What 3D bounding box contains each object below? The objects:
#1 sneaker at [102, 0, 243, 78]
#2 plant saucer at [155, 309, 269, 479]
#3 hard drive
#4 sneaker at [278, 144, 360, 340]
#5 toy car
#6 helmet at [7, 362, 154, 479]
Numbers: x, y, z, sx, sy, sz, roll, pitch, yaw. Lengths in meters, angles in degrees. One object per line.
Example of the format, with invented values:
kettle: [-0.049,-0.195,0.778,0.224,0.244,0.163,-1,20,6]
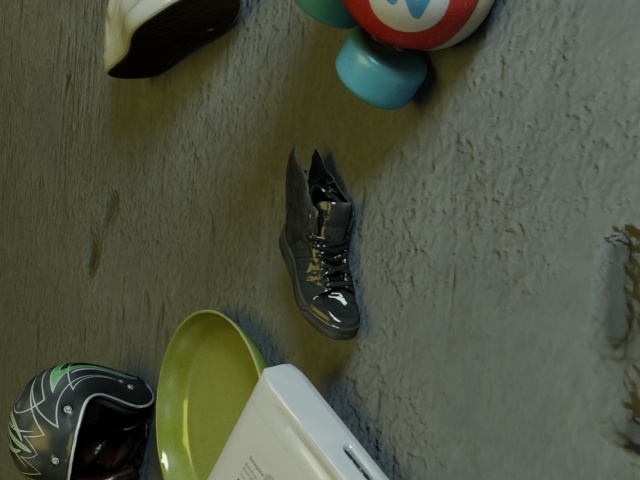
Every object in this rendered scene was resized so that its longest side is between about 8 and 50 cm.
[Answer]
sneaker: [-0.181,-0.276,1.166,0.290,0.106,0.123,-13,80,56]
plant saucer: [-0.104,0.192,1.083,0.241,0.037,0.241,-5,84,55]
hard drive: [-0.040,0.318,0.938,0.233,0.047,0.353,48,126,31]
sneaker: [0.002,0.000,0.927,0.170,0.051,0.089,63,141,41]
toy car: [0.001,-0.244,0.780,0.219,0.238,0.210,-57,45,37]
helmet: [-0.294,0.226,1.248,0.169,0.161,0.169,-5,84,55]
